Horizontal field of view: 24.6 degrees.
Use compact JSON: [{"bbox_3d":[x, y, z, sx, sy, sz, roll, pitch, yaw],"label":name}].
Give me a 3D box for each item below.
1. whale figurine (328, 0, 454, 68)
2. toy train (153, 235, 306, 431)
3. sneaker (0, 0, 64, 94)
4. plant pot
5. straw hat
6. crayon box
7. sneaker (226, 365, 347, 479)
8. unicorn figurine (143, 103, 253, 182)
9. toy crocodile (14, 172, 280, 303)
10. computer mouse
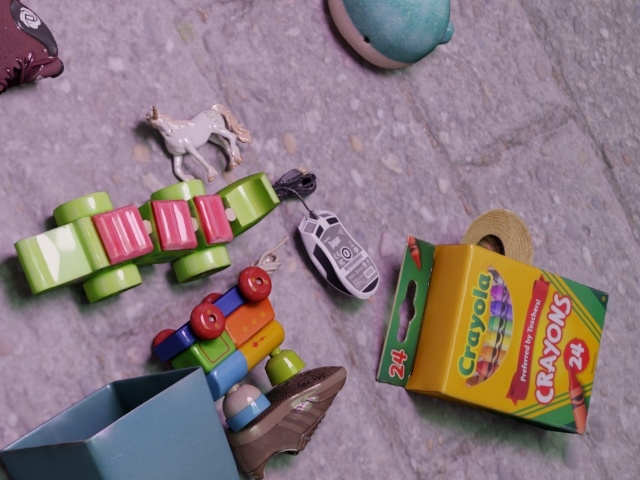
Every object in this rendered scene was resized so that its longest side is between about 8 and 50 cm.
[{"bbox_3d":[0.125,-0.366,2.054,0.216,0.141,0.272,46,49,-16],"label":"whale figurine"},{"bbox_3d":[-0.066,0.105,1.712,0.143,0.105,0.248,54,47,-2],"label":"toy train"},{"bbox_3d":[-0.347,-0.167,1.597,0.162,0.106,0.281,9,66,-41],"label":"sneaker"},{"bbox_3d":[-0.181,0.278,1.517,0.165,0.165,0.234,-30,101,-43],"label":"plant pot"},{"bbox_3d":[0.222,0.025,2.029,0.144,0.061,0.145,-4,97,-33],"label":"straw hat"},{"bbox_3d":[0.234,0.128,1.950,0.318,0.081,0.202,18,79,-34],"label":"crayon box"},{"bbox_3d":[-0.035,0.214,1.743,0.188,0.066,0.071,-30,109,-38],"label":"sneaker"},{"bbox_3d":[-0.154,-0.123,1.780,0.111,0.060,0.162,59,31,-4],"label":"unicorn figurine"},{"bbox_3d":[-0.190,-0.008,1.661,0.340,0.105,0.115,-13,81,-42],"label":"toy crocodile"},{"bbox_3d":[0.000,0.000,1.866,0.193,0.042,0.106,54,42,-2],"label":"computer mouse"}]
